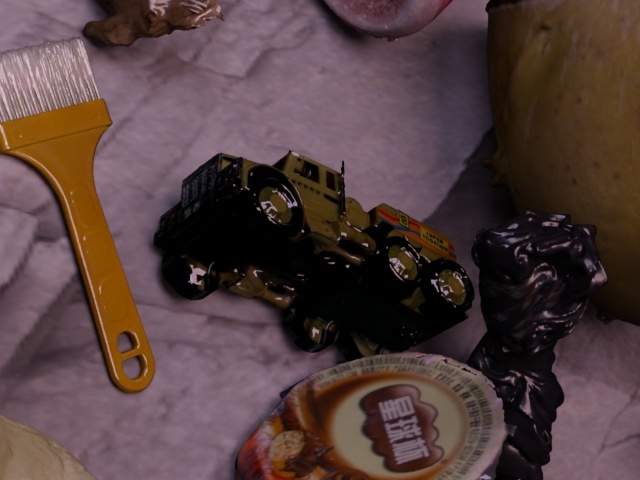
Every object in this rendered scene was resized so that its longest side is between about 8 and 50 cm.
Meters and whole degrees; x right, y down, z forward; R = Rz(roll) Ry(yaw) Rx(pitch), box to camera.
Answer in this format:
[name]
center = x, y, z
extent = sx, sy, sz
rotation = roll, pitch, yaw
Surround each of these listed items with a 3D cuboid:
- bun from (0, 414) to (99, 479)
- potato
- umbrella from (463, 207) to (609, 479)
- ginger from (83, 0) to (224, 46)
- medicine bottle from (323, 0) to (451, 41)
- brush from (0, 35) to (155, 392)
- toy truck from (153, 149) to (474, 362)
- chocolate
[bun]
center = -0.215, 0.206, 0.935
extent = 0.220, 0.134, 0.220
rotation = 11, 72, -39
[potato]
center = 0.372, -0.076, 1.379
extent = 0.442, 0.385, 0.319
rotation = -5, 97, -33
[umbrella]
center = 0.170, 0.101, 1.275
extent = 0.110, 0.122, 0.272
rotation = -18, 127, -35
[ginger]
center = -0.158, -0.293, 1.145
extent = 0.084, 0.122, 0.290
rotation = 1, 73, -74
[medicine bottle]
center = 0.099, -0.296, 1.345
extent = 0.147, 0.147, 0.247
rotation = 55, 50, -17
[brush]
center = -0.176, -0.016, 1.112
extent = 0.103, 0.013, 0.272
rotation = -19, 93, -43
[toy truck]
center = -0.001, 0.003, 1.195
extent = 0.257, 0.127, 0.127
rotation = 22, 50, -36
[chocolate]
center = 0.050, 0.202, 1.168
extent = 0.221, 0.221, 0.147
rotation = -37, 129, -41
